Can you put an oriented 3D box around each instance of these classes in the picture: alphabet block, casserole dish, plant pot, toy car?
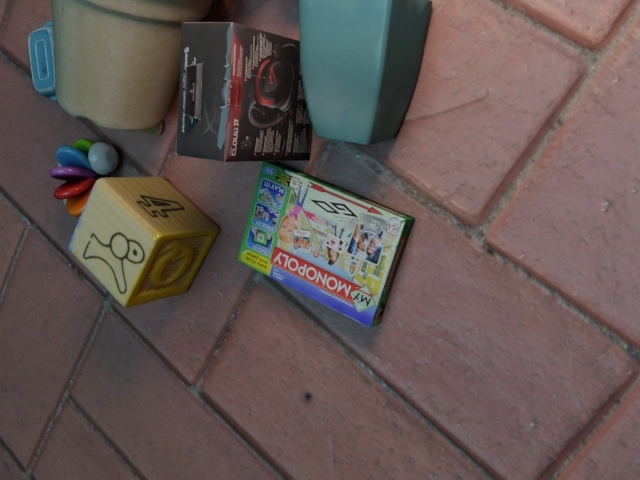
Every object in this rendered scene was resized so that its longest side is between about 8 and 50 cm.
[{"bbox_3d":[-0.369,-0.004,1.360,0.197,0.193,0.192,41,116,20],"label":"alphabet block"},{"bbox_3d":[-0.657,-0.433,1.566,0.114,0.037,0.189,-2,96,31],"label":"casserole dish"},{"bbox_3d":[-0.389,-0.398,1.273,0.333,0.333,0.306,36,124,22],"label":"plant pot"},{"bbox_3d":[-0.548,-0.141,1.480,0.159,0.136,0.182,-3,95,31],"label":"toy car"},{"bbox_3d":[0.068,-0.287,1.089,0.165,0.165,0.234,15,112,28],"label":"plant pot"}]

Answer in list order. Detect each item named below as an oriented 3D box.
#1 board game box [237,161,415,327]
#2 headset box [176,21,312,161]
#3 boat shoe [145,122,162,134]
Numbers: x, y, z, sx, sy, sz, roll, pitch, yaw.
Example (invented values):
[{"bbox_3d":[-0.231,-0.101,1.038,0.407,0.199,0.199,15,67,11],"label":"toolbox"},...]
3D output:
[{"bbox_3d":[0.000,0.000,1.227,0.317,0.046,0.214,24,107,26],"label":"board game box"},{"bbox_3d":[-0.129,-0.249,1.127,0.110,0.293,0.218,11,102,29],"label":"headset box"},{"bbox_3d":[-0.405,-0.272,1.431,0.135,0.045,0.050,33,112,23],"label":"boat shoe"}]
